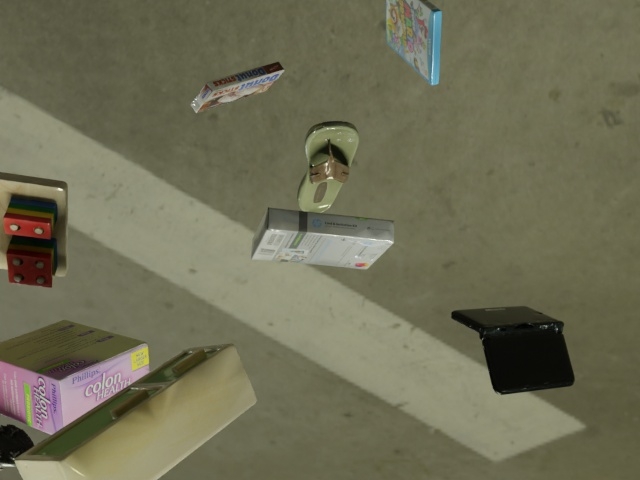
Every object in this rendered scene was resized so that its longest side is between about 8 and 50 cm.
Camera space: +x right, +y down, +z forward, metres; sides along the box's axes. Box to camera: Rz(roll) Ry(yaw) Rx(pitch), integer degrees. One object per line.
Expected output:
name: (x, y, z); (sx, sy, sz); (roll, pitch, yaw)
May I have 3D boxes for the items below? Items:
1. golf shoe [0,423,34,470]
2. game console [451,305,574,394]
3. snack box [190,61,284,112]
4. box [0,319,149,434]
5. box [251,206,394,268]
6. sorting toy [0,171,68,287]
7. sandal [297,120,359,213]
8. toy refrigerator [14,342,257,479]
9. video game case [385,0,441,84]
golf shoe: (-0.591, 0.389, 1.555); (0.198, 0.077, 0.094); (4, 135, 28)
game console: (0.229, 0.128, 1.011); (0.122, 0.107, 0.071); (-1, 103, -27)
snack box: (-0.140, -0.264, 1.446); (0.022, 0.178, 0.064); (55, 135, 7)
box: (-0.486, 0.255, 1.604); (0.243, 0.213, 0.117); (9, 107, 32)
box: (0.000, 0.000, 1.250); (0.186, 0.038, 0.145); (6, 161, -11)
sorting toy: (-0.652, -0.014, 1.716); (0.255, 0.089, 0.257); (8, 134, -8)
sandal: (0.021, -0.149, 1.856); (0.120, 0.086, 0.303); (-5, 143, -13)
toy refrigerator: (-0.210, 0.219, 0.999); (0.102, 0.269, 0.094); (-12, 103, 43)
video game case: (0.141, -0.329, 1.305); (0.015, 0.166, 0.119); (-15, 130, -15)
